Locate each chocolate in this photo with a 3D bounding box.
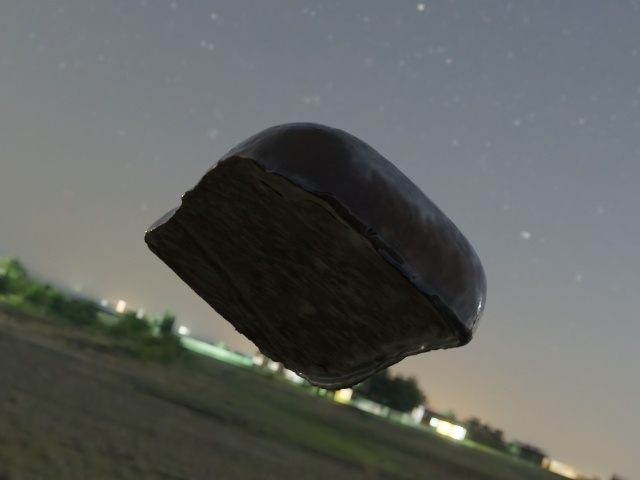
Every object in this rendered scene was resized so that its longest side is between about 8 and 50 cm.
[{"bbox_3d":[0.002,0.000,0.776,0.157,0.080,0.254,44,-23,-7],"label":"chocolate"}]
